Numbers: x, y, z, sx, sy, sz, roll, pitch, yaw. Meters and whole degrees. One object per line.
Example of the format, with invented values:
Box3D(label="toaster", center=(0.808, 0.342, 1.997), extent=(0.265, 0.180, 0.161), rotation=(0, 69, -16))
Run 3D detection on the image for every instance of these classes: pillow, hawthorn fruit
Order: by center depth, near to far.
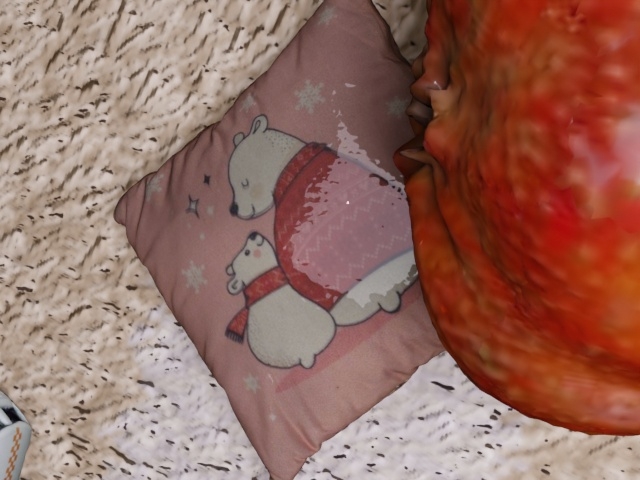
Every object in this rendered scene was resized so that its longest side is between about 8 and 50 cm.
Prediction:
Box3D(label="hawthorn fruit", center=(0.198, -0.052, 0.498), extent=(0.330, 0.287, 0.287), rotation=(1, 89, -4))
Box3D(label="pillow", center=(0.000, 0.000, 0.681), extent=(0.236, 0.084, 0.223), rotation=(-41, 78, 18))

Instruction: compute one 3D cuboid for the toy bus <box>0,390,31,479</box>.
Box3D(label="toy bus", center=(-0.263, 0.188, 0.780), extent=(0.089, 0.087, 0.194), rotation=(21, 96, 13))
